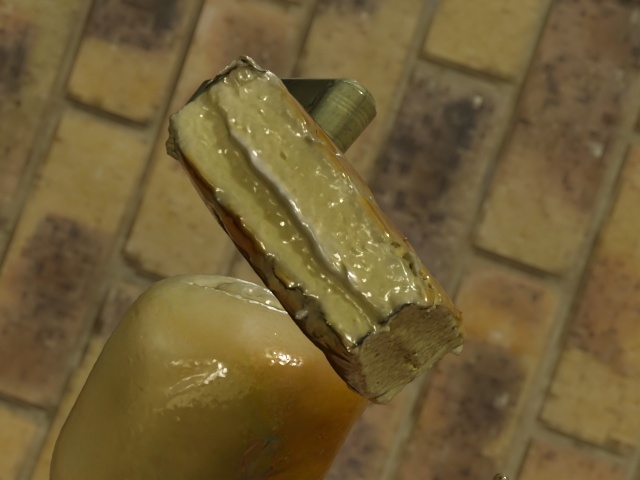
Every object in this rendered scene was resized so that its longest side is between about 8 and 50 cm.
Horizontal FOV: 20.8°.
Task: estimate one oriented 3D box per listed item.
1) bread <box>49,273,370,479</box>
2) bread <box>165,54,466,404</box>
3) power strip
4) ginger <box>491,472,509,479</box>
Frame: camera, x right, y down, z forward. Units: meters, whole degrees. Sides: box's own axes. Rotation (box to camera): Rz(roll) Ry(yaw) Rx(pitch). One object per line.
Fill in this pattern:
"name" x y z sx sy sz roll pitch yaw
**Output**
"bread" -0.124 0.232 2.117 0.376 0.348 0.253 -60 -151 15
"bread" 0.000 0.000 1.338 0.111 0.239 0.246 -39 162 -2
"power strip" -0.062 -0.117 1.767 0.092 0.066 0.387 -51 -156 -13
"ginger" 0.183 0.262 1.308 0.123 0.219 0.270 -42 -179 -3
